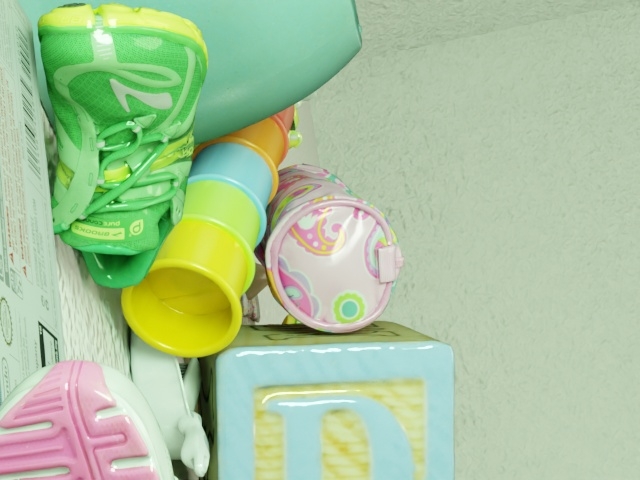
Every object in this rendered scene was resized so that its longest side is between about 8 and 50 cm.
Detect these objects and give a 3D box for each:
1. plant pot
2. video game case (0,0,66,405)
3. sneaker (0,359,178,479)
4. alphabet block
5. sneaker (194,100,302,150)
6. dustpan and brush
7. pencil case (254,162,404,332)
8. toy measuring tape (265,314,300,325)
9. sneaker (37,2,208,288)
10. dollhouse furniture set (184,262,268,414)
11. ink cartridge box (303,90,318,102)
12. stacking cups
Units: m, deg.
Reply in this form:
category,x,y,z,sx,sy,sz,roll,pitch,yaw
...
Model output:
category,x,y,z,sx,sy,sz,roll,pitch,yaw
plant pot,-0.097,-0.215,1.206,0.293,0.235,0.293,-11,90,-85
video game case,-0.194,-0.036,0.787,0.300,0.036,0.329,68,12,-69
sneaker,-0.112,0.149,0.758,0.111,0.103,0.252,-80,175,-53
alphabet block,-0.002,0.170,1.301,0.197,0.193,0.192,-163,-106,-80
sneaker,-0.098,-0.117,1.521,0.385,0.147,0.145,-86,167,-65
dustpan and brush,-0.112,0.134,1.227,0.211,0.060,0.147,-90,169,-68
pencil case,0.000,0.000,1.392,0.284,0.124,0.124,-124,-159,-81
toy measuring tape,-0.033,0.175,1.833,0.330,0.121,0.121,-80,159,-64
sneaker,-0.129,-0.057,1.035,0.295,0.109,0.123,94,-5,-64
dollhouse furniture set,-0.019,0.168,1.633,0.355,0.173,0.303,40,39,-83
ink cartridge box,-0.099,-0.227,1.751,0.212,0.154,0.093,68,10,-63
stacking cups,-0.080,-0.042,1.287,0.316,0.096,0.096,-75,157,-51
